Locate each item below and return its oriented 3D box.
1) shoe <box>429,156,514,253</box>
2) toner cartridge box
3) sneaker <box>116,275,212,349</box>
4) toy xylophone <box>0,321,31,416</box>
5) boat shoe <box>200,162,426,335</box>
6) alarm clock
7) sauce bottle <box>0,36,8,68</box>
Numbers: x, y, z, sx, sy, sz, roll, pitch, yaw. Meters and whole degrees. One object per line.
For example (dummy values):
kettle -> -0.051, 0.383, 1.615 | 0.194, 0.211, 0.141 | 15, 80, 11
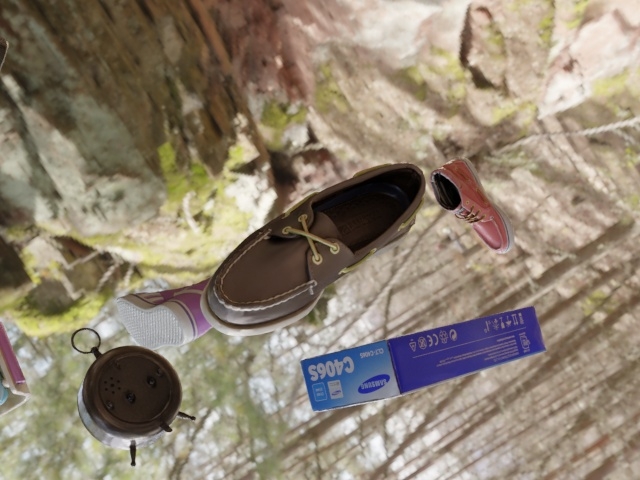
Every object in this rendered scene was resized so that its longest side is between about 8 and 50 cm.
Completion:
shoe -> 0.243, -0.048, 1.400 | 0.081, 0.063, 0.178 | -27, -94, -46
toner cartridge box -> 0.155, 0.162, 1.216 | 0.348, 0.165, 0.075 | -6, -102, -45
sneaker -> -0.245, 0.121, 1.536 | 0.282, 0.161, 0.102 | 1, 115, 52
toy xylophone -> -0.566, 0.208, 1.240 | 0.236, 0.323, 0.081 | 54, -171, 15
boat shoe -> 0.000, 0.000, 1.008 | 0.116, 0.324, 0.096 | 50, 144, 17
alarm clock -> -0.259, 0.187, 1.125 | 0.192, 0.129, 0.064 | 46, 142, 11
sauce bottle -> -0.509, -0.250, 0.904 | 0.344, 0.111, 0.111 | 20, -159, -29
